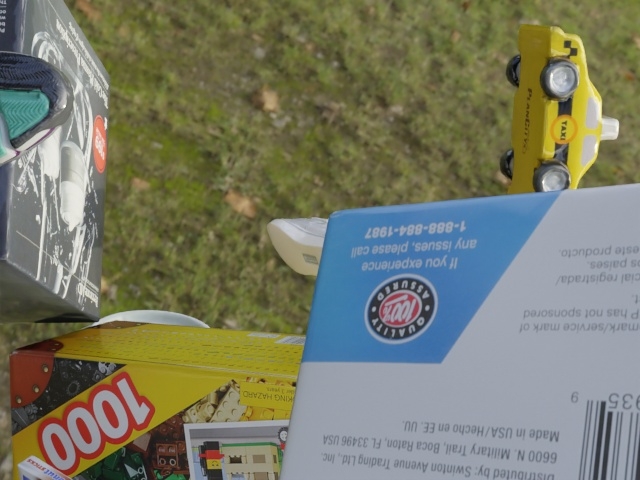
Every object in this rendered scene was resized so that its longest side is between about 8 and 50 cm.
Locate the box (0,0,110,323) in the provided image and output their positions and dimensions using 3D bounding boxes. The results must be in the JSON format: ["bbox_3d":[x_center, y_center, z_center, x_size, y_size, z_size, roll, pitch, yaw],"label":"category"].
[{"bbox_3d":[-0.349,-0.090,1.134,0.179,0.343,0.312,0,77,3],"label":"box"}]

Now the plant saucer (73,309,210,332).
[{"bbox_3d":[-0.282,0.200,1.790,0.400,0.100,0.400,6,18,-2],"label":"plant saucer"}]

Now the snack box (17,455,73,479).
[{"bbox_3d":[-0.252,0.291,1.030,0.064,0.178,0.022,21,34,31],"label":"snack box"}]

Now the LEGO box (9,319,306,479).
[{"bbox_3d":[-0.055,0.293,1.096,0.500,0.372,0.193,2,6,24],"label":"LEGO box"}]

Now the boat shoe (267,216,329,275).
[{"bbox_3d":[0.000,0.000,1.279,0.063,0.066,0.184,-30,18,-23],"label":"boat shoe"}]

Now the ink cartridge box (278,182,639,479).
[{"bbox_3d":[0.096,0.144,0.406,0.129,0.223,0.307,30,65,-47],"label":"ink cartridge box"}]

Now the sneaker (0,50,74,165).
[{"bbox_3d":[-0.270,-0.075,0.806,0.098,0.223,0.083,18,55,-71],"label":"sneaker"}]

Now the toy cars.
[{"bbox_3d":[0.242,-0.018,0.975,0.087,0.176,0.394,-1,63,-11],"label":"toy cars"}]
